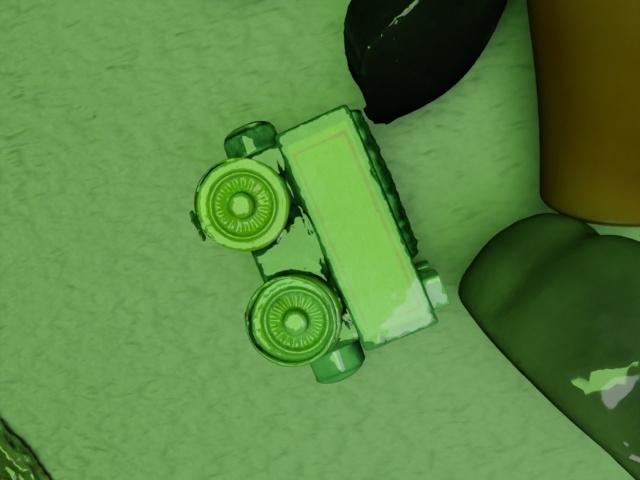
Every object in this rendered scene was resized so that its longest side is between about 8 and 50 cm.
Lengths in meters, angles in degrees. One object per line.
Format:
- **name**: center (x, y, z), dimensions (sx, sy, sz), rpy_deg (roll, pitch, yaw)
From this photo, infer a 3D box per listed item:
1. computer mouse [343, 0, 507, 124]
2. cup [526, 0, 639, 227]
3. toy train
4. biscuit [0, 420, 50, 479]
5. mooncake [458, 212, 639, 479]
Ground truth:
- **computer mouse**: center (0.129, -0.233, 0.509), dimensions (0.087, 0.168, 0.295), rpy_deg (37, 97, 25)
- **cup**: center (0.271, -0.161, 0.483), dimensions (0.182, 0.226, 0.264), rpy_deg (16, 121, 41)
- **toy train**: center (0.000, 0.000, 0.575), dimensions (0.188, 0.159, 0.272), rpy_deg (-22, 92, 5)
- **biscuit**: center (-0.472, 0.293, 0.749), dimensions (0.187, 0.036, 0.273), rpy_deg (-42, 88, 12)
- **mooncake**: center (0.244, 0.090, 0.490), dimensions (0.275, 0.275, 0.135), rpy_deg (43, 94, 3)
